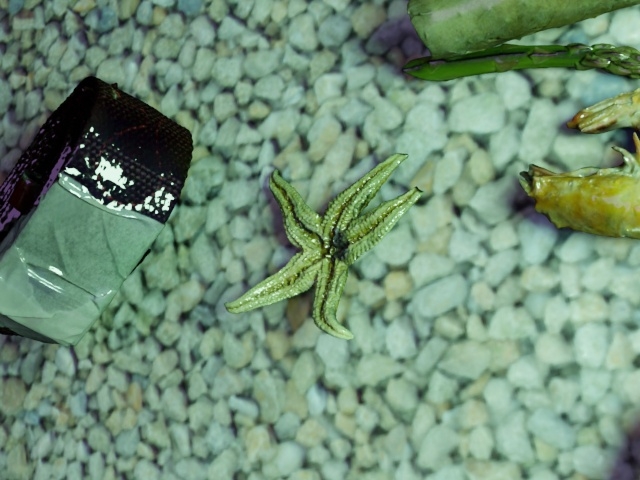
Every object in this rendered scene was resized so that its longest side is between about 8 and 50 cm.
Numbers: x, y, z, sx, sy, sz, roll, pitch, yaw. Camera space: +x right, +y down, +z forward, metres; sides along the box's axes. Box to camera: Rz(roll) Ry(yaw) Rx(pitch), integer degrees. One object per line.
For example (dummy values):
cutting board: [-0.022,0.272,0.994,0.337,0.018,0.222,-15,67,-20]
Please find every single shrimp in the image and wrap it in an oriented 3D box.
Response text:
shrimp: [0.249,-0.059,0.793,0.188,0.051,0.132,1,61,26]

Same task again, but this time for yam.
yam: [0.251,-0.228,0.799,0.372,0.083,0.083,-16,71,26]

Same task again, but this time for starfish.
starfish: [0.001,0.001,0.923,0.223,0.050,0.217,-34,57,8]

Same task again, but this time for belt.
belt: [-0.246,-0.015,1.015,0.289,0.164,0.184,-51,32,13]

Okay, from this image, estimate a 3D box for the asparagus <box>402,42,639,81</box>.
asparagus: [0.181,-0.155,0.859,0.236,0.027,0.034,4,80,32]

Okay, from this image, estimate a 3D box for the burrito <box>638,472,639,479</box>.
burrito: [0.255,0.324,0.668,0.139,0.101,0.445,11,83,27]
